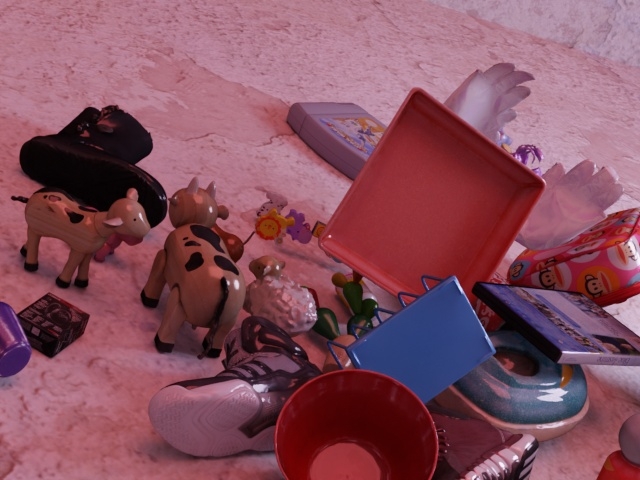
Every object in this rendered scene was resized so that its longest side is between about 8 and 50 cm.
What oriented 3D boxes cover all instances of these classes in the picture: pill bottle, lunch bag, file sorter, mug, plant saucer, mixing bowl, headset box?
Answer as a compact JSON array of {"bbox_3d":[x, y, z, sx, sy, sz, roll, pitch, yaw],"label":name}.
[{"bbox_3d":[0.056,0.086,1.782,0.043,0.043,0.083,6,31,-32],"label":"pill bottle"},{"bbox_3d":[0.460,0.030,1.980,0.120,0.258,0.293,66,28,-4],"label":"lunch bag"},{"bbox_3d":[0.111,0.136,1.549,0.170,0.118,0.104,-33,13,-16],"label":"file sorter"},{"bbox_3d":[0.279,0.112,1.853,0.150,0.113,0.169,8,25,-31],"label":"mug"},{"bbox_3d":[0.152,-0.041,1.682,0.259,0.258,0.048,33,-3,-23],"label":"plant saucer"},{"bbox_3d":[0.036,0.248,1.358,0.182,0.098,0.181,2,54,-3],"label":"mixing bowl"},{"bbox_3d":[-0.324,0.100,1.453,0.062,0.032,0.083,28,25,8],"label":"headset box"}]

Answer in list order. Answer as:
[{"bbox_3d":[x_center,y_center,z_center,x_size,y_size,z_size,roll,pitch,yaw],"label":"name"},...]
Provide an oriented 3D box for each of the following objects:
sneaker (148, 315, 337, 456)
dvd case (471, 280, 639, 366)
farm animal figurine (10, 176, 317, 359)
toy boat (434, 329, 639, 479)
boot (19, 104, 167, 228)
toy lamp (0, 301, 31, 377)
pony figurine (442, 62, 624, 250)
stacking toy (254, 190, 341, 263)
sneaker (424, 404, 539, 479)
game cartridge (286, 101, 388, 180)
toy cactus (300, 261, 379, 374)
[{"bbox_3d":[-0.102,0.168,1.420,0.269,0.101,0.153,7,35,-39],"label":"sneaker"},{"bbox_3d":[0.353,0.120,1.707,0.253,0.022,0.180,7,25,-42],"label":"dvd case"},{"bbox_3d":[-0.196,0.009,1.572,0.330,0.172,0.327,-1,35,-41],"label":"farm animal figurine"},{"bbox_3d":[0.320,0.220,1.625,0.318,0.148,0.268,39,30,31],"label":"toy boat"},{"bbox_3d":[-0.302,-0.121,1.822,0.247,0.094,0.207,23,29,13],"label":"boot"},{"bbox_3d":[-0.429,0.060,1.392,0.275,0.080,0.080,37,29,30],"label":"toy lamp"},{"bbox_3d":[0.243,-0.086,1.882,0.303,0.351,0.363,46,11,-10],"label":"pony figurine"},{"bbox_3d":[0.000,0.000,1.862,0.221,0.052,0.167,26,10,-9],"label":"stacking toy"},{"bbox_3d":[0.138,0.278,1.447,0.163,0.106,0.281,24,18,27],"label":"sneaker"},{"bbox_3d":[0.081,-0.179,2.305,0.297,0.062,0.198,40,26,31],"label":"game cartridge"},{"bbox_3d":[0.056,0.128,1.656,0.219,0.112,0.180,33,36,1],"label":"toy cactus"}]
